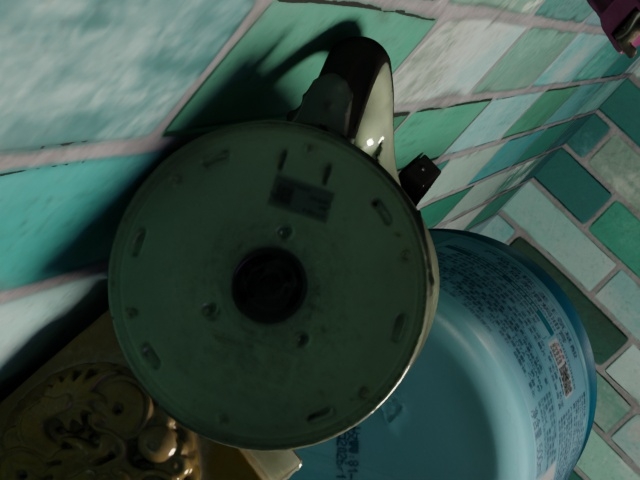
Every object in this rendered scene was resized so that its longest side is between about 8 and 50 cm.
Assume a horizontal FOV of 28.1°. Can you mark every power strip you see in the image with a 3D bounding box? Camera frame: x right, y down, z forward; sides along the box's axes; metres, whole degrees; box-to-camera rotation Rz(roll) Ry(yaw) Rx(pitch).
[{"bbox_3d":[0.089,-0.046,1.328,0.038,0.029,0.111,-40,170,-31],"label":"power strip"}]

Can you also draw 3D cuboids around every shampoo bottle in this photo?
[{"bbox_3d":[0.072,0.165,1.208,0.331,0.331,0.343,-48,169,18],"label":"shampoo bottle"}]

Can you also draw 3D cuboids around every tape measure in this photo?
[{"bbox_3d":[0.276,-0.221,1.067,0.118,0.125,0.074,-22,164,-29],"label":"tape measure"}]

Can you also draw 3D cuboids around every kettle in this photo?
[{"bbox_3d":[0.000,0.000,0.754,0.255,0.165,0.240,13,93,-80],"label":"kettle"}]

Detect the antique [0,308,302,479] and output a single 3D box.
[{"bbox_3d":[-0.119,0.136,0.780,0.152,0.146,0.148,-41,173,3],"label":"antique"}]
